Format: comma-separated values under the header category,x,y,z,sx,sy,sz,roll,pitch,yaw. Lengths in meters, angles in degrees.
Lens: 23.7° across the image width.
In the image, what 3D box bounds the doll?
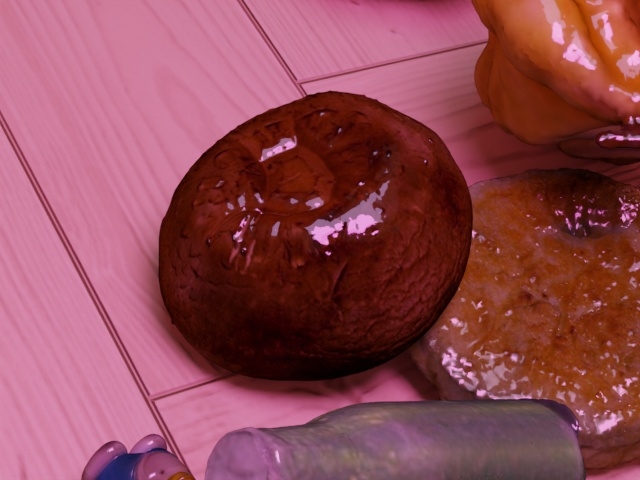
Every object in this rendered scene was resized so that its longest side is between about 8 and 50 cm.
category,x,y,z,sx,sy,sz,roll,pitch,yaw
doll,-0.084,0.183,0.939,0.114,0.085,0.152,-4,38,-43

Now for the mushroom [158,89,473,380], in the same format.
category,x,y,z,sx,sy,sz,roll,pitch,yaw
mushroom,-0.005,-0.009,1.060,0.231,0.138,0.194,-41,48,-12

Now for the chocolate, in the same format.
category,x,y,z,sx,sy,sz,roll,pitch,yaw
chocolate,0.048,0.142,0.912,0.291,0.110,0.110,11,39,-50

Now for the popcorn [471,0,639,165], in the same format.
category,x,y,z,sx,sy,sz,roll,pitch,yaw
popcorn,0.267,-0.168,1.185,0.297,0.316,0.281,0,74,9

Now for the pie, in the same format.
category,x,y,z,sx,sy,sz,roll,pitch,yaw
pie,0.183,0.055,1.137,0.277,0.078,0.277,4,50,-5
